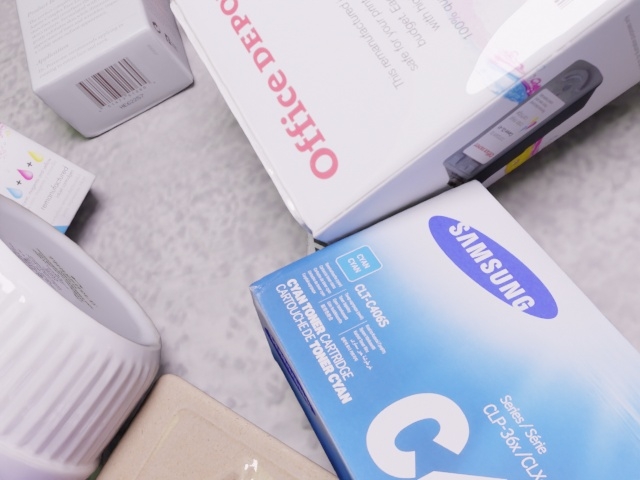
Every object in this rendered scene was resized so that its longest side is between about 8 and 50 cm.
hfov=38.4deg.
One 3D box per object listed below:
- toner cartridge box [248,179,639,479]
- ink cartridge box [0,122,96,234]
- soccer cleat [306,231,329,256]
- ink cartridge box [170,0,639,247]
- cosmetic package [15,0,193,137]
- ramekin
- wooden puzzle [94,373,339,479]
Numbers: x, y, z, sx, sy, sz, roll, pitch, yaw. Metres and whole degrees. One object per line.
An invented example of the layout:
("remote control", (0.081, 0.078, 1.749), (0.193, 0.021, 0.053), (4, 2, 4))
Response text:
("toner cartridge box", (0.103, 0.121, 0.476), (0.165, 0.075, 0.348), (-24, 46, -11))
("ink cartridge box", (-0.285, -0.048, 0.723), (0.104, 0.181, 0.061), (-64, 17, -13))
("soccer cleat", (0.000, 0.000, 0.666), (0.035, 0.029, 0.083), (-31, 64, 2))
("ink cartridge box", (0.084, -0.163, 0.610), (0.306, 0.131, 0.226), (-36, 66, 15))
("cosmetic package", (-0.202, -0.218, 0.818), (0.117, 0.085, 0.231), (-25, 58, 10))
("ramekin", (-0.203, 0.058, 0.617), (0.109, 0.207, 0.207), (-47, 58, 1))
("wooden puzzle", (-0.054, 0.290, 0.534), (0.348, 0.080, 0.322), (25, 78, 34))
